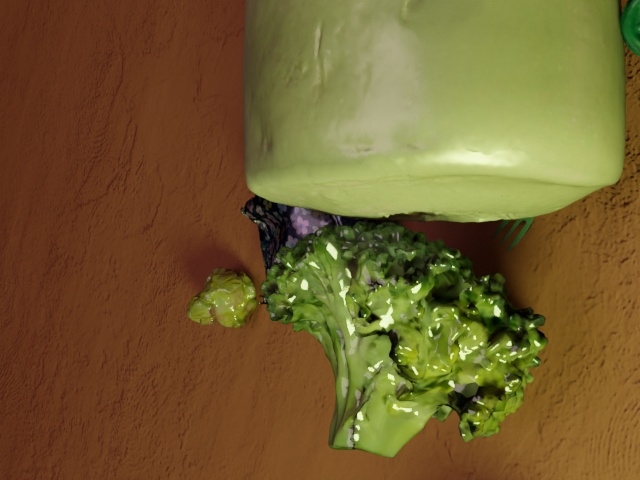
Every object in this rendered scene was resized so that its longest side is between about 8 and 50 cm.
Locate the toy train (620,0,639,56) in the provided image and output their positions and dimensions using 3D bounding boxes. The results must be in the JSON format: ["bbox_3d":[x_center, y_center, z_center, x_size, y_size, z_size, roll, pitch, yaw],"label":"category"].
[{"bbox_3d":[0.461,-0.198,1.161,0.249,0.178,0.429,-43,57,25],"label":"toy train"}]

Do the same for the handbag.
[{"bbox_3d":[0.000,0.000,1.696,0.229,0.127,0.207,-28,74,44],"label":"handbag"}]

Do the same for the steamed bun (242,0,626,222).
[{"bbox_3d":[0.089,-0.205,1.312,0.456,0.290,0.371,-5,86,44],"label":"steamed bun"}]

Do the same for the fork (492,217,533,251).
[{"bbox_3d":[0.273,-0.093,1.473,0.039,0.021,0.235,40,116,37],"label":"fork"}]

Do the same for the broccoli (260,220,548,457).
[{"bbox_3d":[0.103,0.104,1.422,0.334,0.324,0.271,-1,96,59],"label":"broccoli"}]

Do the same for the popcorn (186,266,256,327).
[{"bbox_3d":[-0.151,0.089,1.899,0.109,0.089,0.097,-45,21,27],"label":"popcorn"}]
